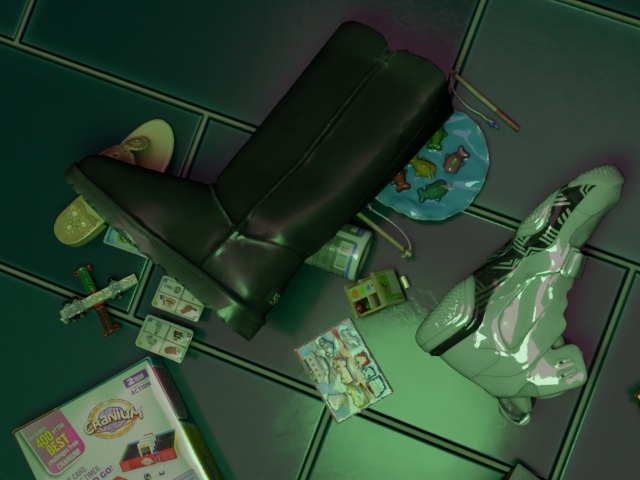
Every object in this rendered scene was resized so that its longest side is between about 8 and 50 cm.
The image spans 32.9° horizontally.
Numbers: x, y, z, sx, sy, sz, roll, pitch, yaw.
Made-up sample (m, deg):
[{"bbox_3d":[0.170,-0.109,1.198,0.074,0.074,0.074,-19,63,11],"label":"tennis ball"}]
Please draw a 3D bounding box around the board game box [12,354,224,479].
[{"bbox_3d":[-0.274,0.363,1.592,0.242,0.064,0.316,-29,82,6],"label":"board game box"}]

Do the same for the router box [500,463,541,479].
[{"bbox_3d":[0.326,0.476,1.369,0.335,0.301,0.082,38,117,10],"label":"router box"}]

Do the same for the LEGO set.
[{"bbox_3d":[-0.283,0.064,1.637,0.244,0.060,0.182,19,77,9],"label":"LEGO set"}]

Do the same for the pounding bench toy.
[{"bbox_3d":[0.084,0.076,1.566,0.065,0.083,0.052,-28,78,38],"label":"pounding bench toy"}]

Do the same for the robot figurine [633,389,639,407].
[{"bbox_3d":[0.570,0.286,1.455,0.211,0.085,0.291,-36,81,5],"label":"robot figurine"}]

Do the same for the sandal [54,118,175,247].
[{"bbox_3d":[-0.311,-0.092,1.608,0.088,0.079,0.240,41,86,17],"label":"sandal"}]

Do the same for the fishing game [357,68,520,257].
[{"bbox_3d":[0.150,-0.122,1.557,0.189,0.041,0.264,44,84,11],"label":"fishing game"}]

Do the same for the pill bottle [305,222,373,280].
[{"bbox_3d":[0.000,0.000,1.568,0.137,0.078,0.078,21,89,10],"label":"pill bottle"}]

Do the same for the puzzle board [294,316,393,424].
[{"bbox_3d":[0.033,0.191,1.583,0.096,0.011,0.128,-31,81,5],"label":"puzzle board"}]

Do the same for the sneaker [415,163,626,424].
[{"bbox_3d":[0.322,0.078,1.487,0.366,0.137,0.210,-45,81,9],"label":"sneaker"}]

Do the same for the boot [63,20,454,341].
[{"bbox_3d":[-0.086,-0.140,1.512,0.367,0.146,0.445,38,86,14],"label":"boot"}]
